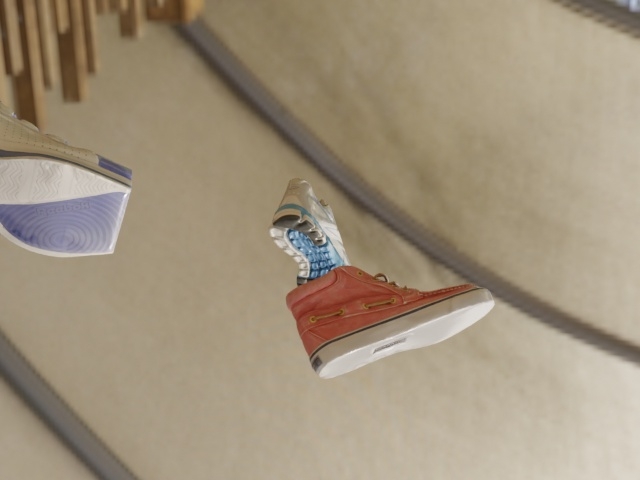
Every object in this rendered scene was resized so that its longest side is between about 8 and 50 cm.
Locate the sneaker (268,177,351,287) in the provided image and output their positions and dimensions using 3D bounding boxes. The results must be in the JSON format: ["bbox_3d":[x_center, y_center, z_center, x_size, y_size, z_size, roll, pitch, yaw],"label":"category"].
[{"bbox_3d":[0.000,0.000,1.722,0.071,0.191,0.083,-3,-127,16],"label":"sneaker"}]

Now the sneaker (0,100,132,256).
[{"bbox_3d":[-0.334,-0.106,1.465,0.315,0.127,0.182,12,-137,-17],"label":"sneaker"}]

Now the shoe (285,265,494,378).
[{"bbox_3d":[0.060,0.054,1.315,0.178,0.063,0.081,-18,-115,-19],"label":"shoe"}]
